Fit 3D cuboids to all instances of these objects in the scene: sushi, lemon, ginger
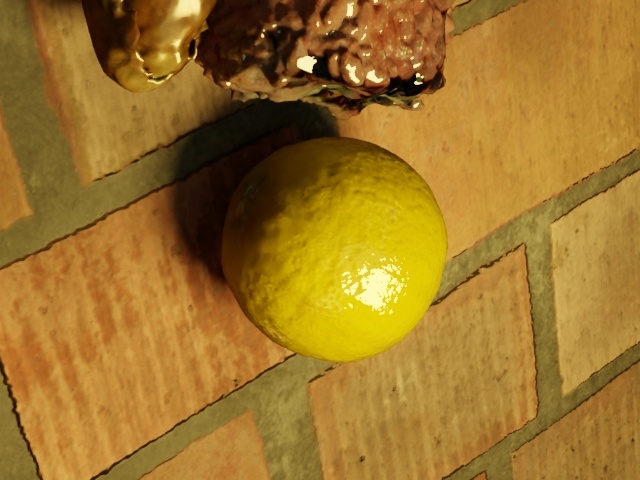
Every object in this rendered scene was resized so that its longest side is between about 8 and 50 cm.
[{"bbox_3d":[0.004,-0.211,1.421,0.270,0.236,0.171,3,83,-50],"label":"sushi"},{"bbox_3d":[0.000,0.000,1.515,0.219,0.240,0.240,32,87,-33],"label":"lemon"},{"bbox_3d":[-0.155,-0.302,1.278,0.172,0.165,0.321,-40,129,-44],"label":"ginger"}]
